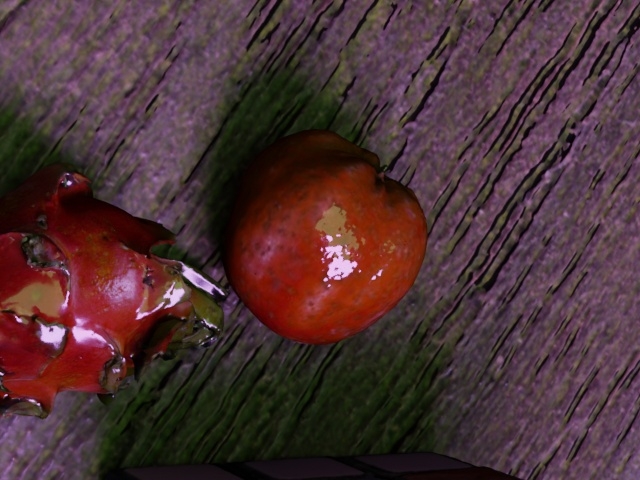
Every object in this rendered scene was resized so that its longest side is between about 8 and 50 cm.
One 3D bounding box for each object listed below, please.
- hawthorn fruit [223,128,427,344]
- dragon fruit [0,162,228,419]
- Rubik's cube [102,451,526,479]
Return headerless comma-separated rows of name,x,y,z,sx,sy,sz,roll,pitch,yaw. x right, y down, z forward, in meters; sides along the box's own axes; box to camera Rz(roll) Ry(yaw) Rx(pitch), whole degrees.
hawthorn fruit,0.000,0.000,1.552,0.189,0.189,0.189,-2,96,-25
dragon fruit,-0.197,0.064,1.459,0.269,0.198,0.200,35,58,-32
Rubik's cube,0.021,0.373,1.496,0.362,0.359,0.363,-4,94,-24
